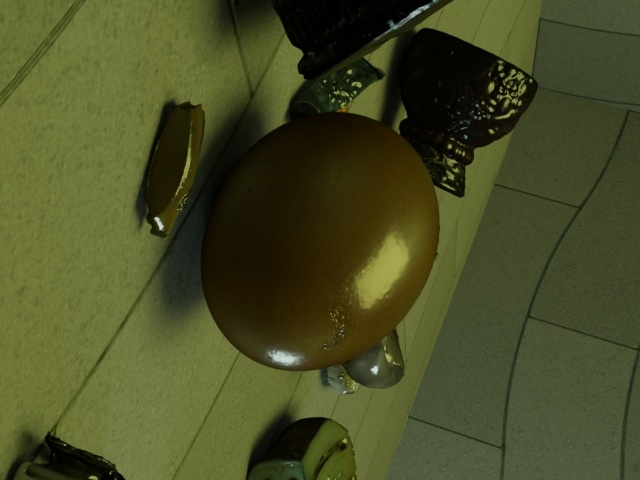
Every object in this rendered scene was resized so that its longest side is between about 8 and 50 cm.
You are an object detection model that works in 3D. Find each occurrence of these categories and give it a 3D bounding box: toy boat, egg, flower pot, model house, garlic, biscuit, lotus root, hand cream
[{"bbox_3d":[-0.154,-0.075,1.129,0.049,0.047,0.149,10,96,-75],"label":"toy boat"},{"bbox_3d":[0.000,0.000,1.315,0.283,0.282,0.351,89,25,-49],"label":"egg"},{"bbox_3d":[0.252,-0.240,2.060,0.267,0.266,0.266,-65,166,8],"label":"flower pot"},{"bbox_3d":[0.040,-0.364,1.161,0.283,0.297,0.317,59,33,-6],"label":"model house"},{"bbox_3d":[0.084,0.140,1.942,0.292,0.210,0.238,-25,137,-82],"label":"garlic"},{"bbox_3d":[0.073,0.196,2.188,0.179,0.084,0.281,-13,119,-74],"label":"biscuit"},{"bbox_3d":[-0.034,0.445,1.971,0.260,0.149,0.267,-54,138,-62],"label":"lotus root"},{"bbox_3d":[0.023,-0.226,1.581,0.075,0.052,0.248,60,39,-16],"label":"hand cream"}]

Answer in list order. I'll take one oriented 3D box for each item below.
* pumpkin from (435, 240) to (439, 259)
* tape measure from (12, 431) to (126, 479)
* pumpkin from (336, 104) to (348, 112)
[{"bbox_3d":[0.192,0.013,2.316,0.202,0.140,0.202,14,90,-73],"label":"pumpkin"},{"bbox_3d":[-0.248,0.340,1.091,0.231,0.132,0.271,44,61,-73],"label":"tape measure"},{"bbox_3d":[0.013,-0.206,1.636,0.083,0.028,0.050,-40,128,-52],"label":"pumpkin"}]
